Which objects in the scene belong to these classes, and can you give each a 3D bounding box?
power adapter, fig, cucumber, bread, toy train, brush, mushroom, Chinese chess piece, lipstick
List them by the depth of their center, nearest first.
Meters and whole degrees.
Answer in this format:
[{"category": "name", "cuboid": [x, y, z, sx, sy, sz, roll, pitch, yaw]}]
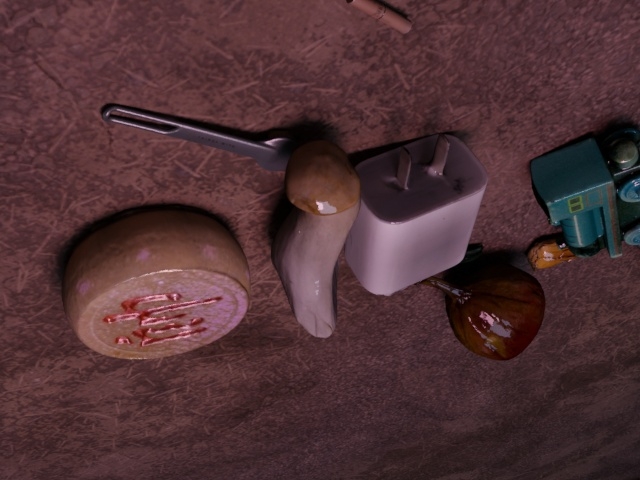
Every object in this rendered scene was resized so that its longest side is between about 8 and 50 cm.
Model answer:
[{"category": "lipstick", "cuboid": [0.069, -0.264, 0.896, 0.094, 0.019, 0.019, 14, 134, -40]}, {"category": "brush", "cuboid": [-0.143, -0.135, 0.974, 0.266, 0.027, 0.062, 11, 136, -32]}, {"category": "mushroom", "cuboid": [0.000, 0.000, 1.100, 0.122, 0.159, 0.328, -29, 155, -23]}, {"category": "power adapter", "cuboid": [0.135, -0.055, 1.122, 0.187, 0.124, 0.255, -23, 148, -16]}, {"category": "Chinese chess piece", "cuboid": [-0.237, 0.068, 1.133, 0.270, 0.112, 0.270, -13, 147, -9]}, {"category": "toy train", "cuboid": [0.470, -0.064, 1.307, 0.194, 0.120, 0.298, -20, 147, 14]}, {"category": "cucumber", "cuboid": [0.210, 0.032, 1.376, 0.184, 0.036, 0.033, -6, 118, -19]}, {"category": "fig", "cuboid": [0.275, 0.132, 1.413, 0.290, 0.190, 0.190, -4, 144, -36]}, {"category": "bread", "cuboid": [0.447, 0.023, 1.469, 0.106, 0.053, 0.072, -13, 150, -20]}]

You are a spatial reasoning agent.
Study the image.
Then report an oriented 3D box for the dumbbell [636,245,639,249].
[{"category": "dumbbell", "cuboid": [0.640, -0.037, 1.457, 0.082, 0.081, 0.254, -18, 146, -3]}]
